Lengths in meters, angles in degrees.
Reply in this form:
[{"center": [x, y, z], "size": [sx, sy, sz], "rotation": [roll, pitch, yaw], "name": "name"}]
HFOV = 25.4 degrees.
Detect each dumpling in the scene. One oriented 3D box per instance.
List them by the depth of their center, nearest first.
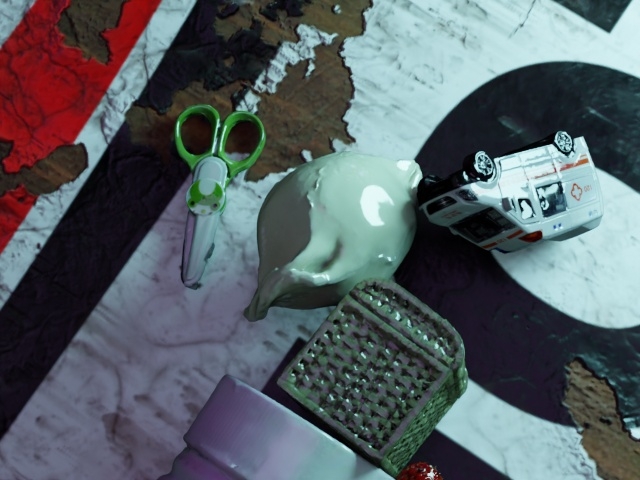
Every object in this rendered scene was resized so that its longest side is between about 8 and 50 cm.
[{"center": [0.000, 0.000, 1.432], "size": [0.147, 0.193, 0.258], "rotation": [49, 44, -6], "name": "dumpling"}]

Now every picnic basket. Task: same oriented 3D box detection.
[{"center": [0.064, 0.132, 1.399], "size": [0.134, 0.196, 0.154], "rotation": [36, 83, 14], "name": "picnic basket"}]

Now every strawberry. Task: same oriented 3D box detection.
[{"center": [0.097, 0.274, 1.419], "size": [0.083, 0.083, 0.096], "rotation": [25, 49, 10], "name": "strawberry"}]

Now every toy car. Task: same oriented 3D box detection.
[{"center": [0.193, -0.039, 1.433], "size": [0.209, 0.089, 0.108], "rotation": [-15, 85, -41], "name": "toy car"}]

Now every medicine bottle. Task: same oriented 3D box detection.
[{"center": [-0.092, 0.318, 1.361], "size": [0.212, 0.212, 0.325], "rotation": [30, 81, 11], "name": "medicine bottle"}]

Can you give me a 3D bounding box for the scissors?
[{"center": [-0.124, -0.047, 1.541], "size": [0.101, 0.027, 0.204], "rotation": [9, 76, 8], "name": "scissors"}]
